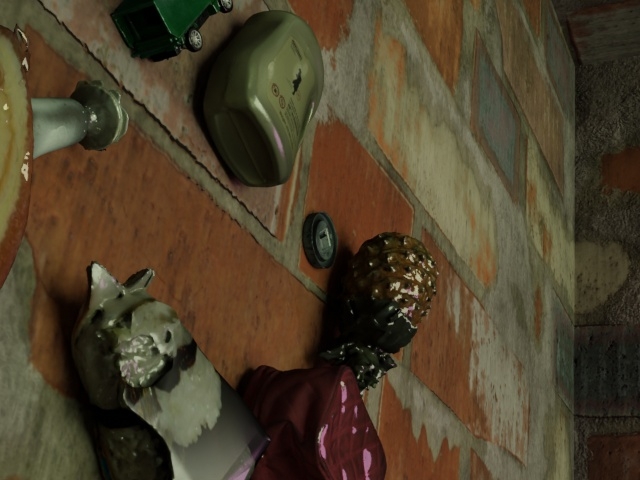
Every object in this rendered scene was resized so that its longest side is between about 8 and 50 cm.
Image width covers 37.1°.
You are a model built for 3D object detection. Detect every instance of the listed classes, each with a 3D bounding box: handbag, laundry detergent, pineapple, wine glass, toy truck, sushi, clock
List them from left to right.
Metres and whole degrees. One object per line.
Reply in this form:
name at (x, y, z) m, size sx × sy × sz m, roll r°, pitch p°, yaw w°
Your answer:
wine glass at (-0.242, -0.103, 0.841) m, size 0.155 × 0.072 × 0.072 m, roll -29°, pitch 110°, yaw -63°
sushi at (-0.176, 0.148, 0.907) m, size 0.273 × 0.109 × 0.134 m, roll 58°, pitch 37°, yaw -17°
toy truck at (-0.158, -0.255, 1.053) m, size 0.079 × 0.065 × 0.147 m, roll 64°, pitch 34°, yaw -30°
laundry detergent at (-0.058, -0.198, 1.217) m, size 0.253 × 0.091 × 0.181 m, roll -71°, pitch 146°, yaw -42°
handbag at (-0.012, 0.255, 1.169) m, size 0.146 × 0.135 × 0.225 m, roll -71°, pitch 149°, yaw -42°
clock at (0.000, 0.000, 1.378) m, size 0.085 × 0.017 × 0.085 m, roll 23°, pitch 64°, yaw -61°
pineapple at (0.076, 0.119, 1.362) m, size 0.141 × 0.170 × 0.310 m, roll 43°, pitch 44°, yaw -14°

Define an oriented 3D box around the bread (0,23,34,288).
bread at (-0.287, -0.050, 0.674) m, size 0.190 × 0.123 × 0.244 m, roll 55°, pitch 38°, yaw -48°
